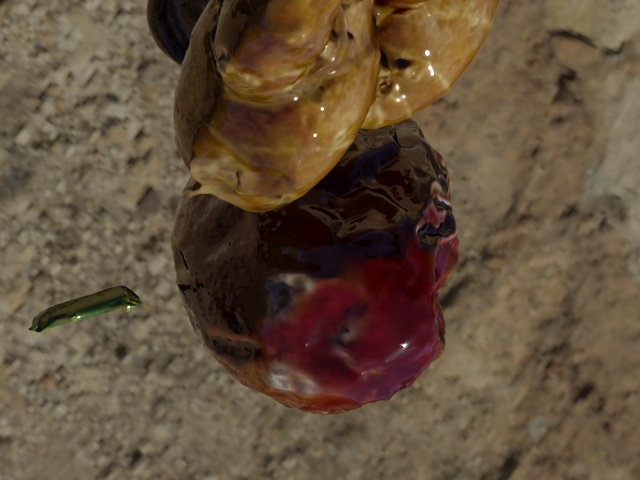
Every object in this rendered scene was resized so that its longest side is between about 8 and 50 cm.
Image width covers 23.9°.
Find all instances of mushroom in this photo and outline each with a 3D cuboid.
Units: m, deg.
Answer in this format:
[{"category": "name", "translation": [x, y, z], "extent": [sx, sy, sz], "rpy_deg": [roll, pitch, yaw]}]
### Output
[{"category": "mushroom", "translation": [-0.111, -0.226, 1.520], "extent": [0.127, 0.087, 0.127], "rpy_deg": [-1, 100, -7]}]

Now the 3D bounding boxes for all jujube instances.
[{"category": "jujube", "translation": [-0.002, 0.001, 1.442], "extent": [0.276, 0.377, 0.276], "rpy_deg": [1, 110, 2]}]

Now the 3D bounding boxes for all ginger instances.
[{"category": "ginger", "translation": [0.028, -0.190, 1.164], "extent": [0.357, 0.152, 0.274], "rpy_deg": [-39, 155, -27]}]

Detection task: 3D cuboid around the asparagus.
[{"category": "asparagus", "translation": [-0.223, 0.066, 1.422], "extent": [0.108, 0.025, 0.021], "rpy_deg": [-16, 132, -11]}]
